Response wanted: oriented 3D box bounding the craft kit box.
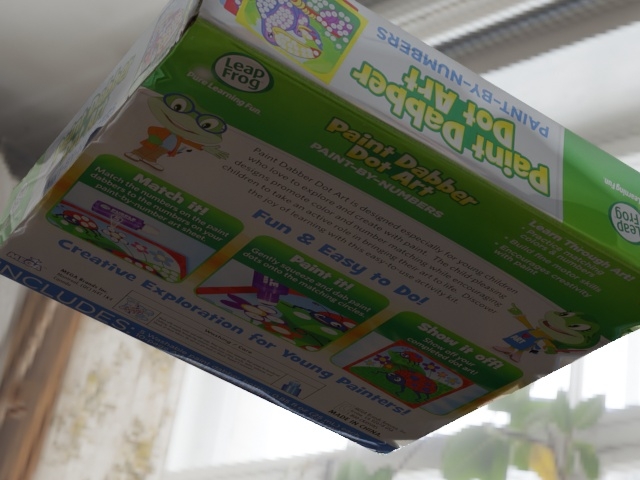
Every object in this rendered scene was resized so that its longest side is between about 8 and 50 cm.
[{"bbox_3d":[0.000,0.000,0.636,0.250,0.061,0.246,28,-33,-20],"label":"craft kit box"}]
